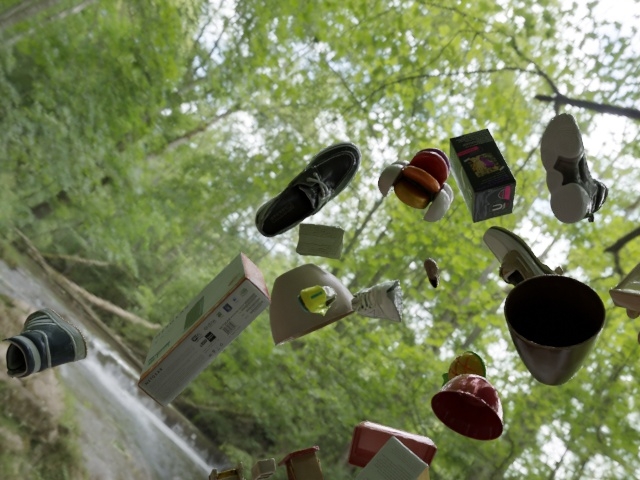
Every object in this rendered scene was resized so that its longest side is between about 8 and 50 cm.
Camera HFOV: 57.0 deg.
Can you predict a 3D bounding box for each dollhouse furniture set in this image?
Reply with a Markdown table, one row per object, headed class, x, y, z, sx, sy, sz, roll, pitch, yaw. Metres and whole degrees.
| class | x | y | z | sx | sy | sz | roll | pitch | yaw |
| --- | --- | --- | --- | --- | --- | --- | --- | --- | --- |
| dollhouse furniture set | 1.132 | 0.248 | 1.871 | 0.394 | 0.256 | 0.362 | 58 | -17 | -19 |
| dollhouse furniture set | -0.163 | 0.816 | 1.908 | 0.152 | 0.373 | 0.202 | 119 | -40 | -53 |

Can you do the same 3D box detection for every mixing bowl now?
| class | x | y | z | sx | sy | sz | roll | pitch | yaw |
| --- | --- | --- | --- | --- | --- | --- | --- | --- | --- |
| mixing bowl | 0.374 | 0.396 | 1.457 | 0.181 | 0.098 | 0.182 | 20 | -42 | 19 |

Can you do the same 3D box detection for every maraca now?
| class | x | y | z | sx | sy | sz | roll | pitch | yaw |
| --- | --- | --- | --- | --- | --- | --- | --- | --- | --- |
| maraca | 0.427 | 0.409 | 1.760 | 0.186 | 0.099 | 0.127 | -56 | -141 | 35 |

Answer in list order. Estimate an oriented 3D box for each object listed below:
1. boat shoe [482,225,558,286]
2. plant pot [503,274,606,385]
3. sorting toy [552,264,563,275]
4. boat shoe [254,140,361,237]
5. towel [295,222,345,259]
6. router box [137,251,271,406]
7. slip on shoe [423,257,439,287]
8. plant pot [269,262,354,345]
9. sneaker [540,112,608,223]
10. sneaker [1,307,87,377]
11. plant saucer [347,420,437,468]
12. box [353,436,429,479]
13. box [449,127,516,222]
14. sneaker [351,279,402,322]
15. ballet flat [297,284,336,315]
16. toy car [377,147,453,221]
| class | x | y | z | sx | sy | sz | roll | pitch | yaw |
| --- | --- | --- | --- | --- | --- | --- | --- | --- | --- |
| boat shoe | 0.582 | 0.076 | 1.751 | 0.302 | 0.103 | 0.113 | 48 | -15 | 34 |
| plant pot | 0.554 | 0.237 | 1.407 | 0.215 | 0.215 | 0.231 | 24 | -33 | 38 |
| sorting toy | 0.807 | 0.113 | 2.025 | 0.012 | 0.062 | 0.083 | 28 | 23 | -7 |
| boat shoe | -0.024 | -0.113 | 1.339 | 0.108 | 0.301 | 0.102 | 54 | -1 | -13 |
| towel | 0.000 | 0.000 | 1.860 | 0.148 | 0.110 | 0.027 | 7 | -8 | -3 |
| router box | -0.275 | 0.198 | 1.418 | 0.082 | 0.335 | 0.301 | 45 | -1 | -14 |
| slip on shoe | 0.441 | 0.130 | 2.332 | 0.051 | 0.041 | 0.135 | -5 | -53 | 21 |
| plant pot | -0.045 | 0.182 | 1.824 | 0.191 | 0.283 | 0.284 | 66 | -18 | 10 |
| sneaker | 0.623 | -0.170 | 1.443 | 0.153 | 0.269 | 0.101 | 4 | -10 | -41 |
| sneaker | -0.675 | 0.235 | 1.371 | 0.282 | 0.153 | 0.099 | 8 | -73 | 43 |
| plant saucer | 0.226 | 0.671 | 1.888 | 0.258 | 0.048 | 0.259 | 13 | -46 | 8 |
| box | 0.124 | 0.491 | 1.137 | 0.091 | 0.170 | 0.130 | 33 | -25 | 34 |
| box | 0.545 | -0.222 | 1.999 | 0.165 | 0.143 | 0.271 | 72 | 4 | -53 |
| sneaker | 0.152 | 0.173 | 1.602 | 0.129 | 0.111 | 0.297 | 1 | -15 | -2 |
| ballet flat | 0.002 | 0.145 | 1.474 | 0.077 | 0.077 | 0.231 | 58 | 3 | 10 |
| toy car | 0.221 | -0.134 | 1.272 | 0.159 | 0.136 | 0.182 | 31 | 21 | 8 |
